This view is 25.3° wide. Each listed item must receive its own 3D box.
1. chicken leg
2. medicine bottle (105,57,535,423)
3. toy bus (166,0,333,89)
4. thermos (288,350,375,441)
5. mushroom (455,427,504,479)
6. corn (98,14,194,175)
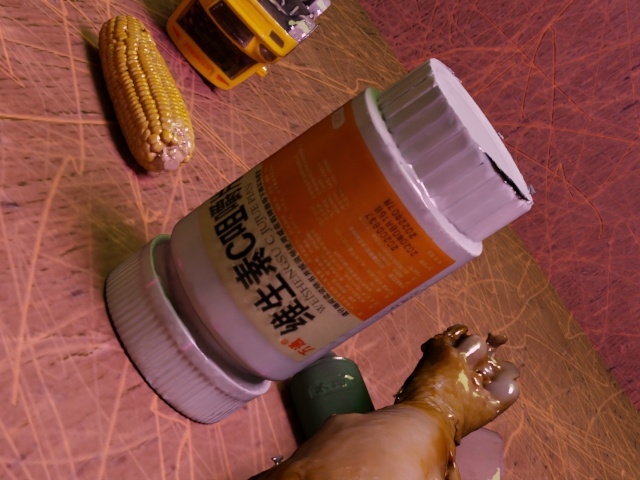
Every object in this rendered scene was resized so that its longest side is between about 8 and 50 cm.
[{"bbox_3d":[0.066,0.180,1.127,0.429,0.201,0.152,-42,119,-59],"label":"chicken leg"},{"bbox_3d":[0.000,0.000,1.124,0.158,0.318,0.158,51,16,-20],"label":"medicine bottle"},{"bbox_3d":[-0.093,-0.281,1.750,0.144,0.152,0.330,47,14,-8],"label":"toy bus"},{"bbox_3d":[0.023,0.172,1.297,0.083,0.073,0.187,35,24,-44],"label":"thermos"},{"bbox_3d":[0.103,0.228,1.335,0.117,0.141,0.188,29,-10,2],"label":"mushroom"},{"bbox_3d":[-0.171,-0.143,1.382,0.067,0.067,0.206,38,22,-48],"label":"corn"}]
